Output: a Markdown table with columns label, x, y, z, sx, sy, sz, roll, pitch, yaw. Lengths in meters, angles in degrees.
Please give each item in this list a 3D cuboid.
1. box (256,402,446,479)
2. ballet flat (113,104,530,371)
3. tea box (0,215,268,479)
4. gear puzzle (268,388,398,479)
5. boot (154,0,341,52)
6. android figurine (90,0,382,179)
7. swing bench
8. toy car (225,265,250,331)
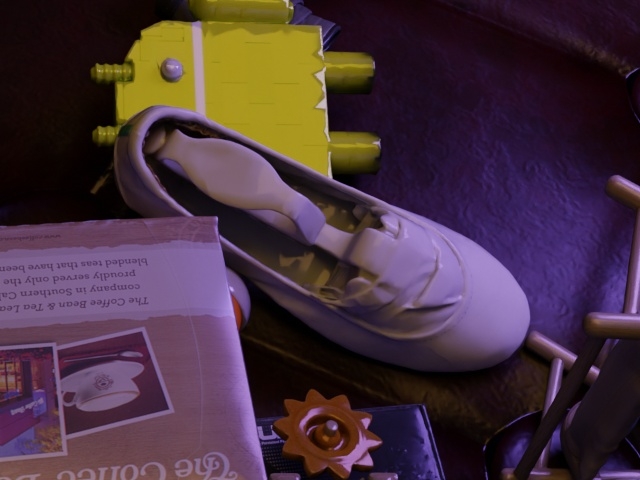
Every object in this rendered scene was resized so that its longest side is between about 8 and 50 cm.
| label | x | y | z | sx | sy | sz | roll | pitch | yaw |
| --- | --- | --- | --- | --- | --- | --- | --- | --- | --- |
| box | 0.012 | 0.224 | 1.127 | 0.190 | 0.045 | 0.184 | -3 | 56 | -15 |
| ballet flat | 0.000 | 0.000 | 1.211 | 0.400 | 0.139 | 0.139 | 27 | 52 | 0 |
| tea box | -0.226 | 0.168 | 0.943 | 0.329 | 0.323 | 0.220 | -3 | 54 | -15 |
| gear puzzle | 0.017 | 0.248 | 1.020 | 0.175 | 0.044 | 0.339 | 3 | 46 | -20 |
| boot | -0.040 | -0.254 | 1.469 | 0.161 | 0.083 | 0.246 | 39 | 61 | 9 |
| android figurine | -0.079 | -0.123 | 1.333 | 0.273 | 0.056 | 0.248 | 2 | 73 | -13 |
| swing bench | 0.307 | 0.111 | 1.142 | 0.254 | 0.253 | 0.165 | 17 | 52 | 2 |
| toy car | -0.148 | 0.051 | 1.166 | 0.182 | 0.136 | 0.159 | 26 | 53 | 8 |
